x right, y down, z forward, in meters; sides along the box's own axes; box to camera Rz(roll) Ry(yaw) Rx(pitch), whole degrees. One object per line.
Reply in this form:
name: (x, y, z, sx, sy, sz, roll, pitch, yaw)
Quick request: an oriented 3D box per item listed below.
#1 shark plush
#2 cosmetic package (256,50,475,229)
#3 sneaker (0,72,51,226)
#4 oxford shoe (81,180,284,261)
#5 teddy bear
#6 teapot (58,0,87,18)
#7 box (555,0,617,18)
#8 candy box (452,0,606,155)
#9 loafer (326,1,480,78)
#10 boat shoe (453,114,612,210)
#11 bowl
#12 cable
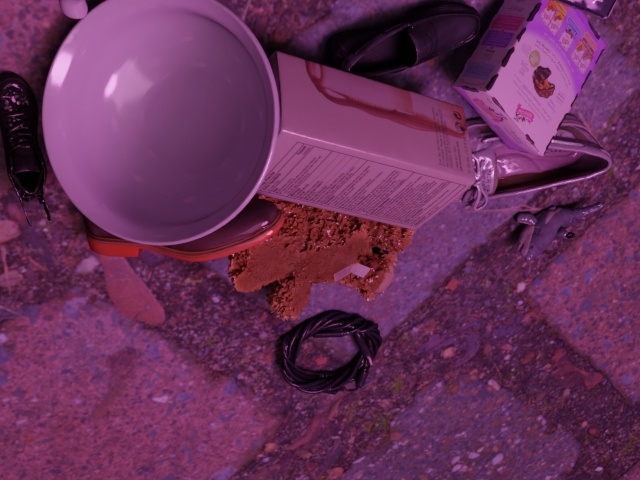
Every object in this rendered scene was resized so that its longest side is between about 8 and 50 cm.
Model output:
shark plush: (0.393, -0.016, 1.695, 0.161, 0.067, 0.073, -17, 128, -15)
cosmetic package: (0.040, -0.125, 1.361, 0.296, 0.129, 0.153, 12, 148, -30)
sneaker: (-0.358, -0.109, 1.242, 0.051, 0.089, 0.170, -11, 127, -19)
oxford shoe: (-0.183, -0.037, 1.319, 0.271, 0.097, 0.098, -3, 124, 10)
teddy bear: (0.000, 0.000, 1.502, 0.338, 0.113, 0.245, -11, 133, -29)
teapot: (-0.299, -0.371, 1.035, 0.252, 0.187, 0.256, 0, 97, -48)
box: (0.180, -0.409, 1.129, 0.296, 0.294, 0.182, 15, 116, -21)
candy box: (0.296, -0.245, 1.440, 0.165, 0.070, 0.196, 40, 78, -40)
loafer: (0.119, -0.262, 1.378, 0.223, 0.078, 0.076, -18, 129, -14)
boat shoe: (0.282, -0.114, 1.547, 0.320, 0.103, 0.118, -10, 126, -20)
bowl: (-0.171, -0.146, 1.235, 0.298, 0.298, 0.134, -50, 170, 13)
cable: (0.019, 0.183, 1.664, 0.184, 0.047, 0.150, 20, 112, -35)
